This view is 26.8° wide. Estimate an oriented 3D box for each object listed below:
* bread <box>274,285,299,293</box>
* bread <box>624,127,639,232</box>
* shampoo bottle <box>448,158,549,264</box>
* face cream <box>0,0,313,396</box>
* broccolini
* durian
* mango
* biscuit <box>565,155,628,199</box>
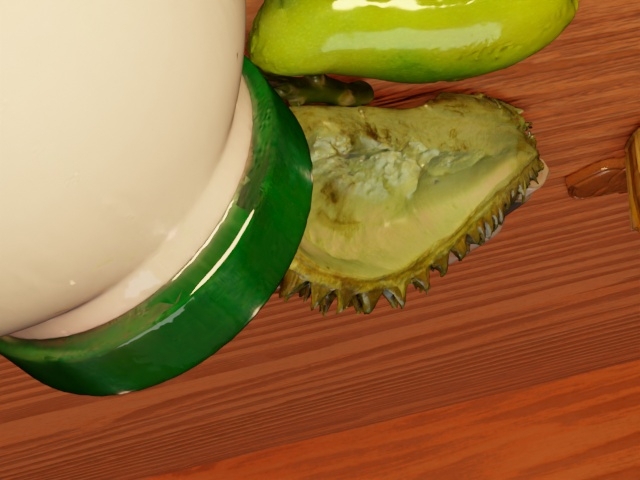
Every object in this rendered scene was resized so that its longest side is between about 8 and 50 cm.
[{"bbox_3d":[0.000,0.000,1.415,0.200,0.116,0.077,-3,134,-30],"label":"bread"},{"bbox_3d":[0.480,-0.093,1.485,0.288,0.119,0.152,-14,167,-1],"label":"bread"},{"bbox_3d":[0.175,-0.035,1.491,0.074,0.074,0.192,-3,160,-32],"label":"shampoo bottle"},{"bbox_3d":[-0.171,-0.093,0.621,0.312,0.219,0.357,-53,138,-11],"label":"face cream"},{"bbox_3d":[-0.033,-0.125,1.086,0.058,0.067,0.216,-20,172,31],"label":"broccolini"},{"bbox_3d":[0.046,-0.045,1.267,0.394,0.198,0.163,-11,-167,-25],"label":"durian"},{"bbox_3d":[0.062,-0.161,0.929,0.233,0.111,0.125,-12,159,-1],"label":"mango"},{"bbox_3d":[0.351,-0.074,1.604,0.130,0.019,0.102,-4,160,-29],"label":"biscuit"}]
